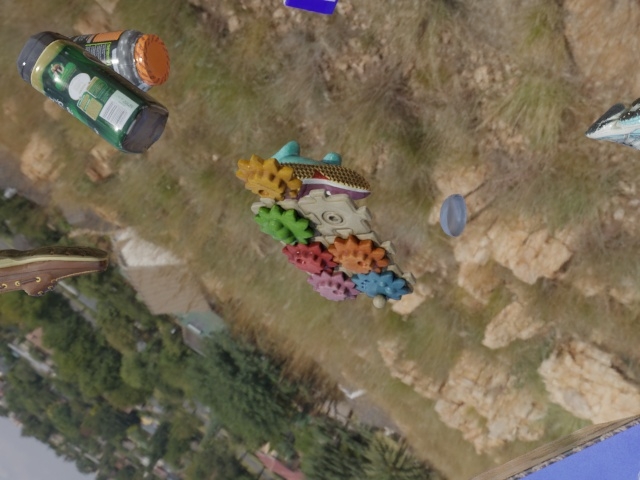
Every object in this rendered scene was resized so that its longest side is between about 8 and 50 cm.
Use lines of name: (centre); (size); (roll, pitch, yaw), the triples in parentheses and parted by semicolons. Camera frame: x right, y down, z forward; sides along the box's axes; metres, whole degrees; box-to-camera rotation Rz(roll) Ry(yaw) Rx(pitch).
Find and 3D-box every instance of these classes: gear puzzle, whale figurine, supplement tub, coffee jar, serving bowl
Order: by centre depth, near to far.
coffee jar: (-0.295, -0.192, 0.829); (0.184, 0.079, 0.096); (36, -172, 7)
gear puzzle: (0.000, 0.000, 0.880); (0.176, 0.044, 0.339); (-3, 144, 32)
supplement tub: (-0.389, -0.331, 1.203); (0.191, 0.117, 0.117); (1, 144, 18)
serving bowl: (0.249, -0.048, 1.224); (0.027, 0.083, 0.083); (4, 142, 38)
whale figurine: (-0.052, -0.123, 1.348); (0.141, 0.216, 0.272); (42, -167, -48)

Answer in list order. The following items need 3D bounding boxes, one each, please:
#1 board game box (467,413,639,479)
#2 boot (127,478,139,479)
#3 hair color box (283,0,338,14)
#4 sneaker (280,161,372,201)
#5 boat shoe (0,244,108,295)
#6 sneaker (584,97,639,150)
board game box: (0.279, 0.319, 0.743); (0.291, 0.232, 0.141); (63, -178, -69)
boot: (-0.197, 0.320, 0.630); (0.236, 0.085, 0.179); (12, -179, 37)
hair color box: (-0.003, -0.630, 1.221); (0.110, 0.338, 0.185); (7, 154, -15)
sneaker: (-0.005, -0.083, 1.104); (0.186, 0.069, 0.083); (6, 126, -18)
boat shoe: (-0.370, 0.042, 0.846); (0.178, 0.060, 0.064); (-5, -168, -10)
sneaker: (0.747, -0.261, 1.548); (0.122, 0.110, 0.283); (45, 180, -5)
